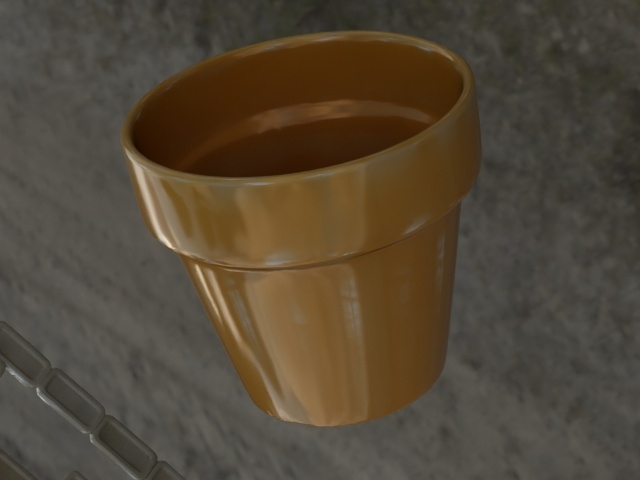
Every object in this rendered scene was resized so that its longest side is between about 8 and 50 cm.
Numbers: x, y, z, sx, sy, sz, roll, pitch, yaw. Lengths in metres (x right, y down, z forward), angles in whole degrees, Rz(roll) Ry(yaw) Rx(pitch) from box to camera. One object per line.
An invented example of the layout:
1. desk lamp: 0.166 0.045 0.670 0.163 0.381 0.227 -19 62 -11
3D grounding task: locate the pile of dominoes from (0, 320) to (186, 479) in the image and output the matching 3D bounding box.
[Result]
1. pile of dominoes: -0.217 0.213 1.220 0.251 0.196 0.040 43 138 -10

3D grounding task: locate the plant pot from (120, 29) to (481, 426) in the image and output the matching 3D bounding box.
1. plant pot: 0.000 0.000 0.929 0.205 0.205 0.188 23 132 46
